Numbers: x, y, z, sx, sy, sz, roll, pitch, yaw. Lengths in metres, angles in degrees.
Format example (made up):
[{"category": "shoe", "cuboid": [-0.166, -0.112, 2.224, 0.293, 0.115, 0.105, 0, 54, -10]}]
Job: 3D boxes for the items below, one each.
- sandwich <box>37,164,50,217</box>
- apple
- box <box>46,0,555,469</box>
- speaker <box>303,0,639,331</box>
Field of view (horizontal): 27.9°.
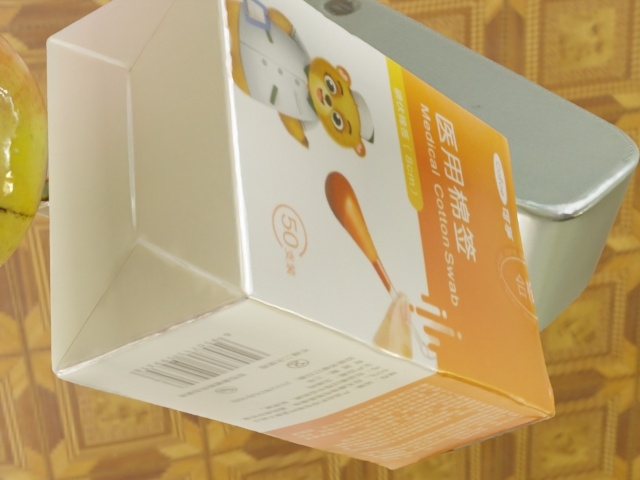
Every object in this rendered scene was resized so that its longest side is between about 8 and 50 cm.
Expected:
[{"category": "sandwich", "cuboid": [-0.250, -0.050, 1.410, 0.113, 0.079, 0.163, -9, 157, 12]}, {"category": "apple", "cuboid": [-0.388, -0.089, 1.212, 0.286, 0.233, 0.286, -4, 103, -19]}, {"category": "box", "cuboid": [0.000, 0.000, 0.814, 0.143, 0.225, 0.341, -21, 152, 30]}, {"category": "speaker", "cuboid": [0.106, -0.082, 1.317, 0.183, 0.406, 0.184, -35, 145, -37]}]
